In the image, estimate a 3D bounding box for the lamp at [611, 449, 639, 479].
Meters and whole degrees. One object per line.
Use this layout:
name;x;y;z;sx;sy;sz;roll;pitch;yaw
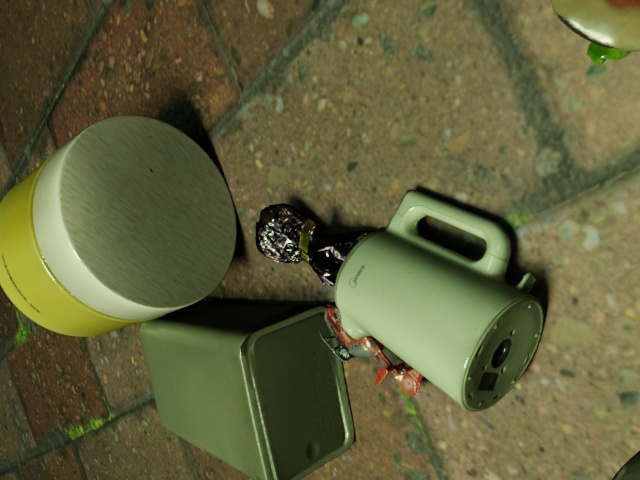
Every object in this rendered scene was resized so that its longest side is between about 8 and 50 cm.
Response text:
lamp;0.280;0.142;0.337;0.314;0.182;0.182;-49;65;24

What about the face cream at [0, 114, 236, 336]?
face cream;-0.236;-0.010;0.781;0.179;0.218;0.218;-20;87;42

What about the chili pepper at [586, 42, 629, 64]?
chili pepper;0.192;-0.155;0.423;0.030;0.034;0.091;-115;25;-65

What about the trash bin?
trash bin;-0.094;0.159;0.774;0.241;0.122;0.164;-2;102;50

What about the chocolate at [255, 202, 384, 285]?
chocolate;-0.002;0.003;0.656;0.147;0.072;0.070;11;155;51

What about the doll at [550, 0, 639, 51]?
doll;0.147;-0.244;0.330;0.329;0.235;0.174;63;-178;22

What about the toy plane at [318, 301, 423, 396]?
toy plane;0.046;0.096;0.659;0.145;0.037;0.060;46;122;33

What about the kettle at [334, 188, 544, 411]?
kettle;0.091;0.046;0.548;0.148;0.098;0.126;32;130;41
